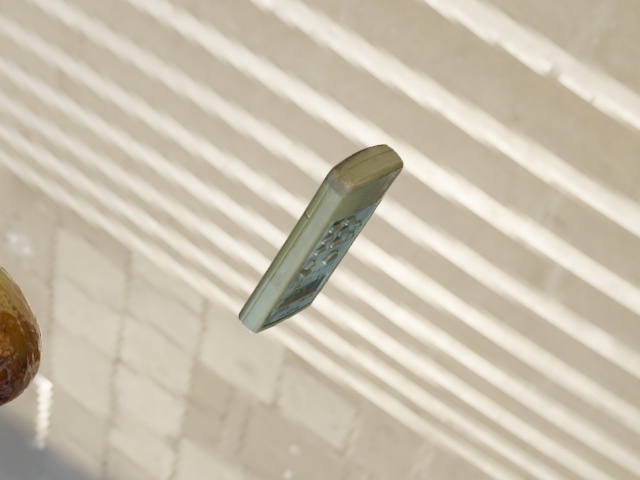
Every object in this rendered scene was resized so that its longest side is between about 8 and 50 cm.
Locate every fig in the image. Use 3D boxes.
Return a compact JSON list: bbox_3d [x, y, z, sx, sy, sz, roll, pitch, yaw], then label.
[{"bbox_3d":[-0.357,0.040,1.830,0.159,0.159,0.257,-21,86,54],"label":"fig"}]

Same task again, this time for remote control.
[{"bbox_3d":[0.000,0.000,1.866,0.038,0.098,0.233,49,133,16],"label":"remote control"}]
